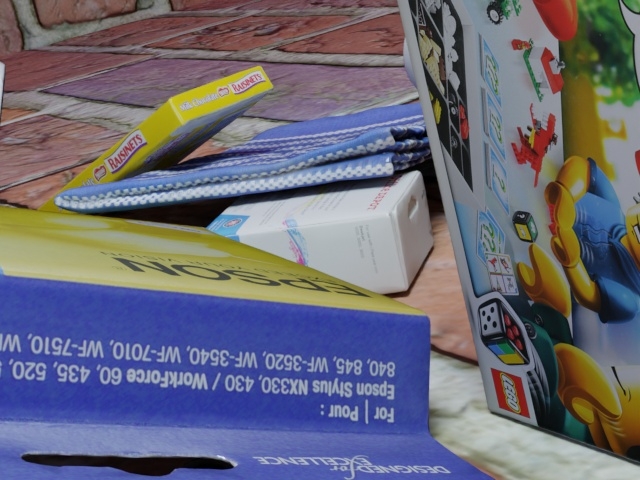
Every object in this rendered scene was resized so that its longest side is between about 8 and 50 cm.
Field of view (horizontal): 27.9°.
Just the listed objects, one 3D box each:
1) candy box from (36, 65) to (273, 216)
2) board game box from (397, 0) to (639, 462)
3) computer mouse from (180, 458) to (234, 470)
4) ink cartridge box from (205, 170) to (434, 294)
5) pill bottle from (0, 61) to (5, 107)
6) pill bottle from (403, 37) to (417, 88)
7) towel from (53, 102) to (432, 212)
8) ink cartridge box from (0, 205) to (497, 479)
[{"bbox_3d":[-0.134,-0.066,0.993,0.206,0.027,0.105,-31,-3,42],"label":"candy box"},{"bbox_3d":[0.110,-0.060,0.453,0.053,0.305,0.193,-25,20,-29],"label":"board game box"},{"bbox_3d":[-0.084,0.130,0.390,0.262,0.060,0.184,-23,21,-34],"label":"computer mouse"},{"bbox_3d":[0.000,0.000,0.775,0.122,0.052,0.088,-8,17,19],"label":"ink cartridge box"},{"bbox_3d":[-0.411,-0.053,0.796,0.408,0.229,0.229,6,12,-15],"label":"pill bottle"},{"bbox_3d":[0.144,-0.088,0.762,0.117,0.117,0.215,-20,35,-26],"label":"pill bottle"},{"bbox_3d":[-0.005,-0.072,0.944,0.243,0.040,0.336,-7,7,23],"label":"towel"},{"bbox_3d":[-0.117,0.030,0.528,0.304,0.072,0.307,8,3,-32],"label":"ink cartridge box"}]
